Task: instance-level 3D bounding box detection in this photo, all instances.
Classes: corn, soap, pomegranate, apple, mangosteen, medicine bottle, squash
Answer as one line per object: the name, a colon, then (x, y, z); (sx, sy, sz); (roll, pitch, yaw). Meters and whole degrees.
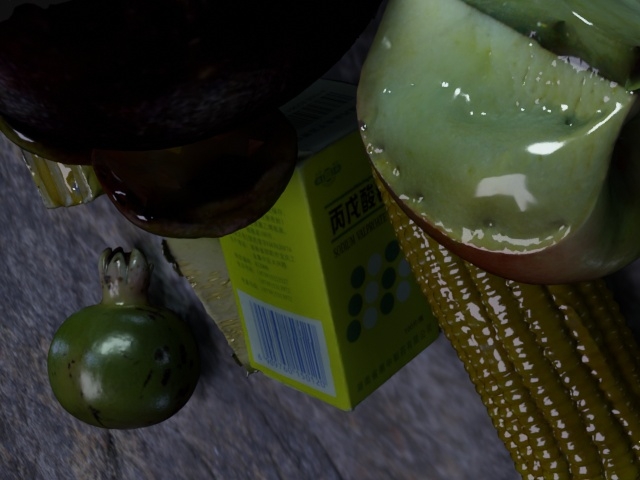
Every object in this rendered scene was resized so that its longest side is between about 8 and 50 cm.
corn: (0.149, 0.050, 0.840); (0.131, 0.131, 0.344); (-25, 96, 55)
soap: (-0.299, -0.154, 1.261); (0.135, 0.076, 0.233); (-6, 111, 52)
pomegranate: (-0.241, 0.124, 1.342); (0.179, 0.179, 0.211); (-45, 64, 55)
apple: (0.131, -0.077, 0.701); (0.188, 0.207, 0.174); (27, 164, 38)
mangosteen: (-0.133, -0.204, 0.755); (0.382, 0.382, 0.435); (37, 134, 25)
medicine bottle: (0.000, 0.000, 0.969); (0.141, 0.137, 0.250); (19, 131, 42)
squash: (-0.076, 0.059, 1.133); (0.169, 0.093, 0.252); (-90, -15, -67)
